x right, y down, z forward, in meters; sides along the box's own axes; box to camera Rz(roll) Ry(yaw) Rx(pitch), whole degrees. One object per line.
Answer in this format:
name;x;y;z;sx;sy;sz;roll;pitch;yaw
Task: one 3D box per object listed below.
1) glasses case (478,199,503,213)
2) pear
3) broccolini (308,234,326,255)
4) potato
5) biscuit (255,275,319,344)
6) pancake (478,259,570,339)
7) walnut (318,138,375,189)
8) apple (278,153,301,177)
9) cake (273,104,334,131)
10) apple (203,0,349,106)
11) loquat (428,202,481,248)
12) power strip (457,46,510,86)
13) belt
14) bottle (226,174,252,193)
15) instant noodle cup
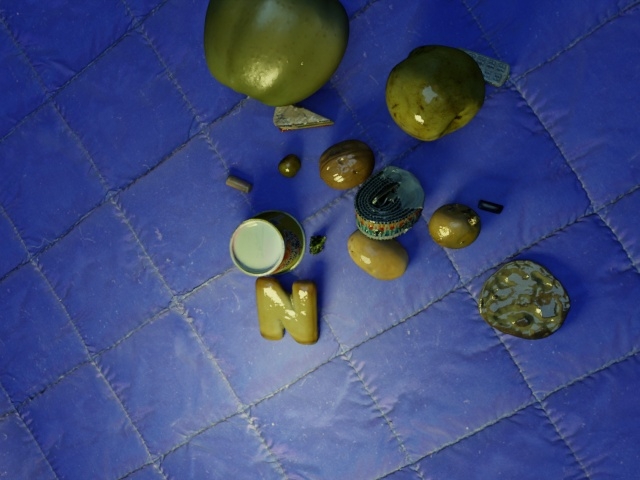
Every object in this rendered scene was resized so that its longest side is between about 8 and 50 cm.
glasses case;0.589;-0.116;1.660;0.084;0.023;0.033;17;97;11
pear;0.356;-0.478;1.546;0.305;0.304;0.303;1;96;12
broccolini;-0.013;0.003;1.723;0.058;0.201;0.073;-9;80;-5
potato;0.202;0.050;1.711;0.234;0.146;0.150;37;133;6
biscuit;-0.123;0.267;1.790;0.237;0.062;0.290;6;119;9
pancake;0.703;0.207;1.655;0.295;0.049;0.293;1;95;16
walnut;0.091;-0.266;1.688;0.207;0.167;0.167;-23;90;16
apple;-0.112;-0.276;1.765;0.074;0.089;0.089;38;102;-9
cake;-0.074;-0.427;1.742;0.221;0.086;0.116;28;100;9
apple;-0.148;-0.668;1.563;0.475;0.474;0.472;1;96;12
loquat;0.460;-0.052;1.620;0.172;0.204;0.149;20;67;-19
power strip;0.530;-0.589;1.623;0.227;0.029;0.079;23;100;10
belt;0.238;-0.125;1.639;0.258;0.150;0.207;-36;65;-13
bottle;-0.311;-0.216;1.837;0.097;0.045;0.045;24;100;8
instant noodle cup;-0.200;0.018;1.758;0.265;0.200;0.263;1;96;11
